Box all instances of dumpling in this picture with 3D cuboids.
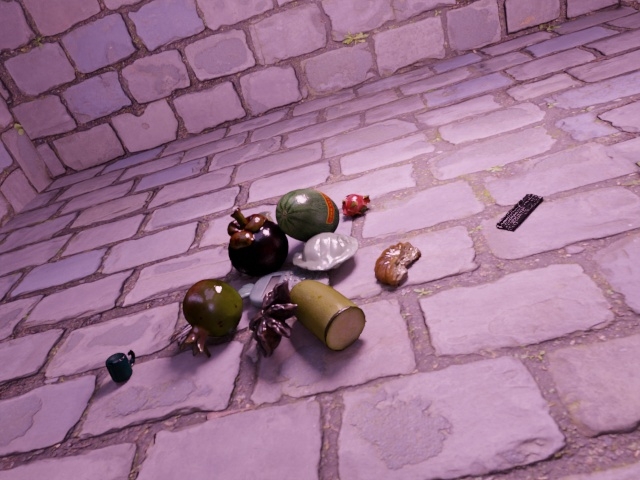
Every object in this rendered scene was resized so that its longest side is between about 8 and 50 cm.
[{"bbox_3d":[0.021,0.051,1.566,0.219,0.108,0.153,-20,56,-4],"label":"dumpling"}]

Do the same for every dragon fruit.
[{"bbox_3d":[0.132,-0.133,1.819,0.116,0.081,0.086,-18,19,4],"label":"dragon fruit"}]

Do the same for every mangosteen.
[{"bbox_3d":[-0.222,-0.002,1.640,0.211,0.250,0.211,-21,28,11],"label":"mangosteen"}]

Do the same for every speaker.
[{"bbox_3d":[-0.567,0.357,1.427,0.060,0.076,0.094,5,29,36],"label":"speaker"}]

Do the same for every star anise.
[{"bbox_3d":[-0.136,0.213,1.327,0.231,0.089,0.209,-49,26,29],"label":"star anise"}]

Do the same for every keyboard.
[{"bbox_3d":[0.617,-0.090,1.526,0.195,0.018,0.060,-39,38,-29],"label":"keyboard"}]

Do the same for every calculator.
[{"bbox_3d":[-0.116,0.148,1.523,0.294,0.042,0.184,-8,24,15],"label":"calculator"}]

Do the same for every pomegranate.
[{"bbox_3d":[-0.323,0.222,1.422,0.181,0.182,0.224,1,51,32],"label":"pomegranate"}]

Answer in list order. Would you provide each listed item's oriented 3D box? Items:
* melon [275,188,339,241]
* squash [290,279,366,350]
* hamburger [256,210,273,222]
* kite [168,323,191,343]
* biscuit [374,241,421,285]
[{"bbox_3d":[-0.035,-0.081,1.660,0.182,0.183,0.287,-2,-7,28],"label":"melon"},{"bbox_3d":[-0.003,0.180,1.319,0.132,0.133,0.247,-33,36,-22],"label":"squash"},{"bbox_3d":[-0.248,-0.066,1.960,0.084,0.054,0.121,3,44,31],"label":"hamburger"},{"bbox_3d":[-0.369,0.249,1.549,0.229,0.016,0.127,-38,32,-30],"label":"kite"},{"bbox_3d":[0.216,0.062,1.468,0.118,0.061,0.183,2,37,35],"label":"biscuit"}]
